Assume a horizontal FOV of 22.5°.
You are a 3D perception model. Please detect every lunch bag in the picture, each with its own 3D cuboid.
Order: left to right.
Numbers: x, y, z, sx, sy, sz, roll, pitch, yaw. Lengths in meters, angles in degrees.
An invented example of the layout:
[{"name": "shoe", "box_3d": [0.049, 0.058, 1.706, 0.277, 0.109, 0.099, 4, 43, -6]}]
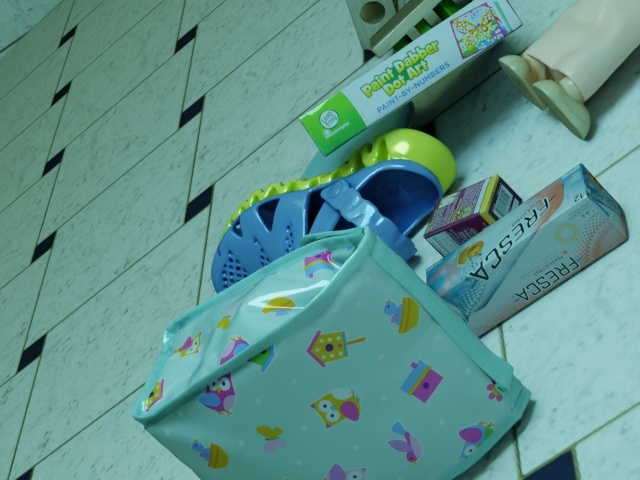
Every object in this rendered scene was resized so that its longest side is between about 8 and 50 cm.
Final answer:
[{"name": "lunch bag", "box_3d": [0.014, 0.121, 1.350, 0.262, 0.223, 0.160, -34, 21, 25]}]

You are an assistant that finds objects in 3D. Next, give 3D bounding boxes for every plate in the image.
[{"name": "plate", "box_3d": [0.045, -0.095, 1.894, 0.188, 0.024, 0.188, -37, 26, 21]}]

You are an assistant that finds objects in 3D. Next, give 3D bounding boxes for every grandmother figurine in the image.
[{"name": "grandmother figurine", "box_3d": [0.333, -0.264, 1.595, 0.342, 0.104, 0.208, -44, 51, 0]}]

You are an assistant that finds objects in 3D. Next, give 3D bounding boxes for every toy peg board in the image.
[{"name": "toy peg board", "box_3d": [0.145, -0.266, 1.956, 0.161, 0.079, 0.160, -43, 8, 9]}]

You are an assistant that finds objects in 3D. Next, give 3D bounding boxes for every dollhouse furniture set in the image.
[{"name": "dollhouse furniture set", "box_3d": [0.116, -0.347, 2.133, 0.161, 0.101, 0.182, -16, 30, 8]}]

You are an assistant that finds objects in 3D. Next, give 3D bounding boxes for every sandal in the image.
[{"name": "sandal", "box_3d": [0.000, 0.000, 1.706, 0.317, 0.126, 0.138, -31, 32, 35]}]

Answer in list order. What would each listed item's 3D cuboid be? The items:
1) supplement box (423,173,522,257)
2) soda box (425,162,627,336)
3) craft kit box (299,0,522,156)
[{"name": "supplement box", "box_3d": [0.149, -0.021, 1.575, 0.083, 0.043, 0.055, -23, 33, 42]}, {"name": "soda box", "box_3d": [0.182, 0.013, 1.440, 0.183, 0.063, 0.058, -36, 26, 23]}, {"name": "craft kit box", "box_3d": [0.094, -0.180, 1.752, 0.246, 0.061, 0.250, -36, 3, 3]}]
